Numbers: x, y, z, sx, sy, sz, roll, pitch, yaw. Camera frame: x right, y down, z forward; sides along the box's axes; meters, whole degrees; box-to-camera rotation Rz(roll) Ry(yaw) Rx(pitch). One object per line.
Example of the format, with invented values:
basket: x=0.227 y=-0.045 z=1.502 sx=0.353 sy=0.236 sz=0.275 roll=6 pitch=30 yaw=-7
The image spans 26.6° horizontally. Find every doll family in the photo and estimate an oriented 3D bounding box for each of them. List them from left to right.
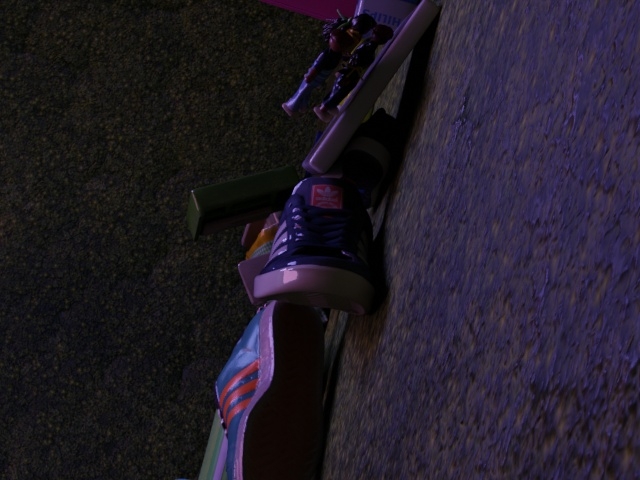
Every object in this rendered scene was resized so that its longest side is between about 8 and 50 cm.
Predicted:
doll family: x=0.024 y=-0.200 z=1.499 sx=0.111 sy=0.076 sz=0.193 roll=-47 pitch=13 yaw=33

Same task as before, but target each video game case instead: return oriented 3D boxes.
video game case: x=0.055 y=-0.174 z=1.594 sx=0.227 sy=0.026 sz=0.206 roll=-54 pitch=4 yaw=0

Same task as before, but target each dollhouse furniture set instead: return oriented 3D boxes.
dollhouse furniture set: x=-0.095 y=0.052 z=1.928 sx=0.301 sy=0.151 sz=0.197 roll=115 pitch=135 yaw=-66

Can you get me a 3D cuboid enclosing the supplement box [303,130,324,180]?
supplement box: x=0.024 y=-0.095 z=1.870 sx=0.056 sy=0.083 sz=0.083 roll=-78 pitch=4 yaw=-46

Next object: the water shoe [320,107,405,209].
water shoe: x=0.058 y=-0.095 z=1.618 sx=0.080 sy=0.073 sz=0.203 roll=-58 pitch=5 yaw=-17

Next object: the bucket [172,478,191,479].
bucket: x=-0.201 y=0.471 z=1.783 sx=0.183 sy=0.281 sz=0.281 roll=-115 pitch=39 yaw=-79

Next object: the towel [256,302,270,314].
towel: x=-0.056 y=0.169 z=1.806 sx=0.144 sy=0.029 sz=0.197 roll=61 pitch=165 yaw=11

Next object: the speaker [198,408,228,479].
speaker: x=-0.109 y=0.310 z=2.015 sx=0.131 sy=0.131 sz=0.296 roll=-95 pitch=19 yaw=-79

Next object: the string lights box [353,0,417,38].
string lights box: x=0.109 y=-0.402 z=1.819 sx=0.133 sy=0.077 sz=0.259 roll=-143 pitch=67 yaw=-87

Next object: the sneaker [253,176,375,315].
sneaker: x=0.000 y=0.000 z=1.492 sx=0.350 sy=0.131 sz=0.148 roll=171 pitch=109 yaw=-86

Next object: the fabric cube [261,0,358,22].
fabric cube: x=0.033 y=-0.515 z=2.063 sx=0.258 sy=0.254 sz=0.259 roll=111 pitch=173 yaw=-47

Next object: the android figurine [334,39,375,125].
android figurine: x=0.045 y=-0.193 z=2.183 sx=0.273 sy=0.056 sz=0.248 roll=-80 pitch=5 yaw=-66

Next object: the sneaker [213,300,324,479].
sneaker: x=-0.068 y=0.208 z=1.603 sx=0.121 sy=0.108 sz=0.302 roll=-40 pitch=28 yaw=39
